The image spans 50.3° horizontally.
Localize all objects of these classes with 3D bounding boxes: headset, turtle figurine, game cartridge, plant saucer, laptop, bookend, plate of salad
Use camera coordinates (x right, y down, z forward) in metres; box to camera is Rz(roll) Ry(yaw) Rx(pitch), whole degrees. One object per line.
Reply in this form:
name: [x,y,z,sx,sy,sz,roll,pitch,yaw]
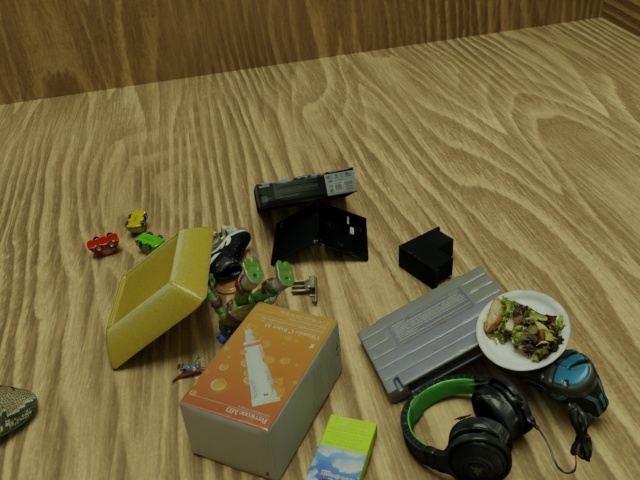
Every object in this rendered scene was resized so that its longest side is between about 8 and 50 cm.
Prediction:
headset: [0.343,0.362,1.374,0.394,0.185,0.243,7,35,38]
turtle figurine: [-0.193,0.107,1.744,0.198,0.266,0.274,36,45,-11]
game cartridge: [0.282,0.217,1.624,0.355,0.068,0.230,-29,32,1]
plant saucer: [-0.432,0.122,1.778,0.333,0.081,0.333,-35,30,18]
laptop: [0.000,0.000,2.105,0.264,0.136,0.234,18,34,-11]
bookend: [0.330,0.048,1.933,0.157,0.072,0.156,-25,40,-27]
plate of salad: [0.437,0.187,1.481,0.200,0.048,0.199,-12,50,14]
plant saucer: [-0.262,0.125,1.960,0.084,0.013,0.083,-3,35,2]

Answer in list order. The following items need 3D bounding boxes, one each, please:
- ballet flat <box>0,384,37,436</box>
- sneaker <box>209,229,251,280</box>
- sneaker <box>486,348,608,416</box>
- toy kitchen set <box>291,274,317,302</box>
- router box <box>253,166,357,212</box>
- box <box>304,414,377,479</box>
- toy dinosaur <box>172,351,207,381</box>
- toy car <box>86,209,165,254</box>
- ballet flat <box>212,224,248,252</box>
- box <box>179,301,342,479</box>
ballet flat: [-0.885,0.409,1.490,0.483,0.182,0.164,-21,36,-21]
sneaker: [-0.253,0.052,2.003,0.121,0.079,0.217,18,44,36]
sneaker: [0.493,0.290,1.530,0.125,0.139,0.341,-43,24,-6]
toy kitchen set: [-0.046,0.137,1.869,0.075,0.083,0.068,-3,76,5]
router box: [-0.055,-0.157,2.179,0.309,0.081,0.243,-11,0,-8]
box: [0.046,0.449,1.416,0.109,0.042,0.178,6,36,18]
toy dinosaur: [-0.308,0.320,1.679,0.082,0.047,0.090,14,72,13]
toy car: [-0.583,-0.001,2.158,0.225,0.053,0.239,17,41,29]
ballet flat: [-0.307,-0.006,2.110,0.073,0.067,0.206,23,43,35]
box: [-0.118,0.322,1.515,0.215,0.168,0.345,11,38,22]
